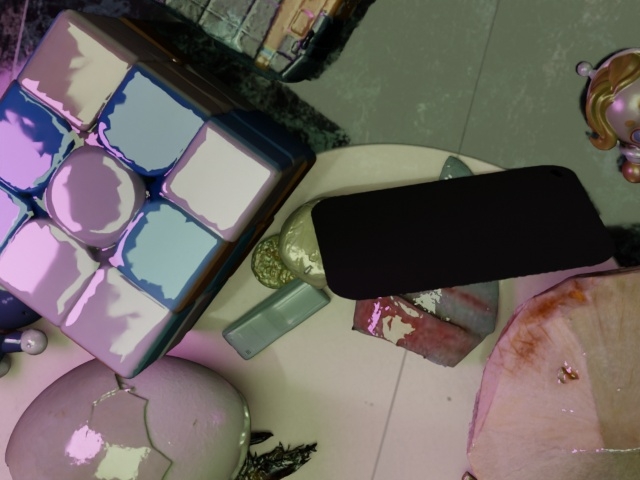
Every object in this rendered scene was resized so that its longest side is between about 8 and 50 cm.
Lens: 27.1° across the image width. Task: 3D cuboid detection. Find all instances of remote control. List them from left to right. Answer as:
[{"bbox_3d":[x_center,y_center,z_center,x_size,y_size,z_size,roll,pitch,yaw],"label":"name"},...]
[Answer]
[{"bbox_3d":[-0.065,0.113,1.933,0.162,0.029,0.061,-37,109,13],"label":"remote control"}]

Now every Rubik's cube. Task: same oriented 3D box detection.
[{"bbox_3d":[-0.252,-0.072,1.785,0.347,0.344,0.346,36,99,1],"label":"Rubik's cube"}]

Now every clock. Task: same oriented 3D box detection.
[{"bbox_3d":[-0.479,0.093,1.948,0.200,0.146,0.243,36,109,7],"label":"clock"}]

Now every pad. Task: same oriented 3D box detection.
[{"bbox_3d":[0.188,0.025,1.744,0.375,0.315,0.063,-8,124,-3],"label":"pad"}]

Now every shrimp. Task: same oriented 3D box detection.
[{"bbox_3d":[-0.084,0.323,1.970,0.161,0.034,0.091,-25,93,12],"label":"shrimp"}]

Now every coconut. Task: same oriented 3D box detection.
[{"bbox_3d":[0.376,0.208,1.693,0.345,0.415,0.415,16,100,8],"label":"coconut"}]

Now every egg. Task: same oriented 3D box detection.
[{"bbox_3d":[-0.260,0.289,1.870,0.336,0.278,0.278,-30,92,9],"label":"egg"}]

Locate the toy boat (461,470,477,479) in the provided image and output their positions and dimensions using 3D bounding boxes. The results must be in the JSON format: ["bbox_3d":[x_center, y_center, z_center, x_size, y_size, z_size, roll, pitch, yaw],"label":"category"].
[{"bbox_3d":[0.329,0.434,1.893,0.310,0.089,0.115,33,99,4],"label":"toy boat"}]

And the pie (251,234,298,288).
[{"bbox_3d":[-0.062,0.031,1.933,0.084,0.021,0.084,2,102,10],"label":"pie"}]

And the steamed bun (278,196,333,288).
[{"bbox_3d":[0.000,0.000,1.880,0.112,0.091,0.130,38,79,2],"label":"steamed bun"}]

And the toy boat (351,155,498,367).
[{"bbox_3d":[0.174,0.028,1.876,0.206,0.096,0.282,21,88,-1],"label":"toy boat"}]

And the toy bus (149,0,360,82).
[{"bbox_3d":[-0.115,-0.363,1.817,0.323,0.162,0.194,32,102,5],"label":"toy bus"}]

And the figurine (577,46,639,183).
[{"bbox_3d":[0.486,-0.175,1.770,0.274,0.133,0.193,-1,121,3],"label":"figurine"}]
